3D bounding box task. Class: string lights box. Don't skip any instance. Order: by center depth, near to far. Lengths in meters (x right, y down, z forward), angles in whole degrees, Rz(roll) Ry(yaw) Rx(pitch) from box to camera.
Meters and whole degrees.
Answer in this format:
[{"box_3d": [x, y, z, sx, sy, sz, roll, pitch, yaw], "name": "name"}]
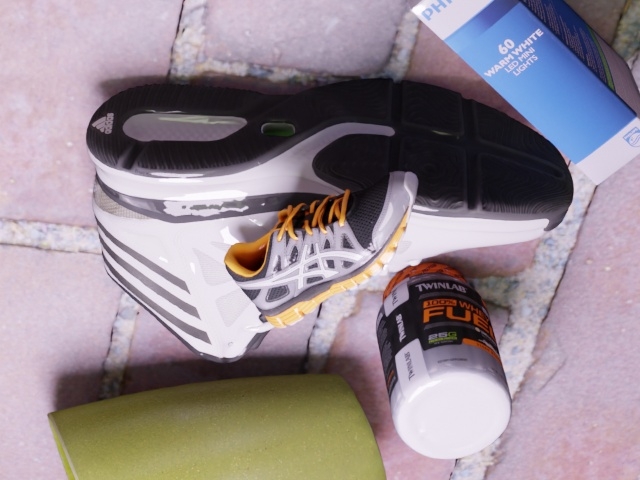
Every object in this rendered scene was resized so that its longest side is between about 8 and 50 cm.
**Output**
[{"box_3d": [0.184, -0.180, 1.645, 0.077, 0.133, 0.260, -39, 120, 21], "name": "string lights box"}]

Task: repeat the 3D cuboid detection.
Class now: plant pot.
[{"box_3d": [-0.091, 0.252, 1.870, 0.294, 0.275, 0.274, -20, 127, -11], "name": "plant pot"}]

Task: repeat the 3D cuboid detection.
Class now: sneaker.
[{"box_3d": [0.000, 0.000, 1.598, 0.083, 0.084, 0.215, 39, 126, -19], "name": "sneaker"}, {"box_3d": [0.004, -0.009, 1.757, 0.448, 0.169, 0.257, 5, 134, 0], "name": "sneaker"}]

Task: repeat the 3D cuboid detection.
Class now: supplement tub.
[{"box_3d": [0.117, 0.113, 1.815, 0.117, 0.190, 0.117, -4, 127, -5], "name": "supplement tub"}]
